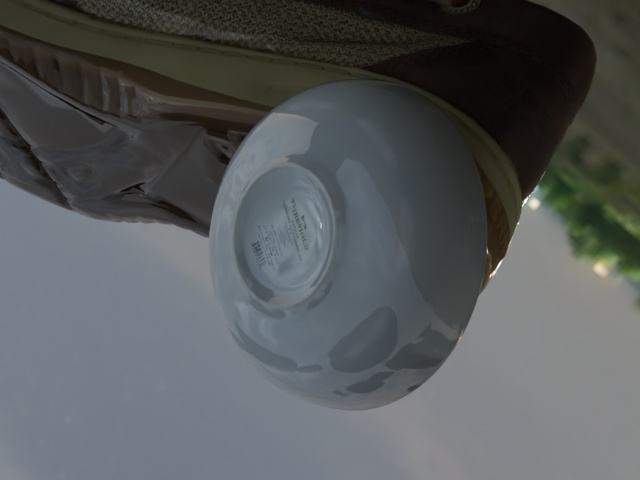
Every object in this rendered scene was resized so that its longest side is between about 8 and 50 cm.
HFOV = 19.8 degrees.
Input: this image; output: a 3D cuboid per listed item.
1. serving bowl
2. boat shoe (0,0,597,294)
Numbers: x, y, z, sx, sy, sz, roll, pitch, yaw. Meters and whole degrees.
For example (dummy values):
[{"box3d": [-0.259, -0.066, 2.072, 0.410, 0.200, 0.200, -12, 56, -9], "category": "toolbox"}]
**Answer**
[{"box3d": [0.000, 0.000, 0.449, 0.027, 0.083, 0.083, 6, -149, -46], "category": "serving bowl"}, {"box3d": [-0.057, -0.083, 0.692, 0.342, 0.123, 0.123, 18, 150, 33], "category": "boat shoe"}]
